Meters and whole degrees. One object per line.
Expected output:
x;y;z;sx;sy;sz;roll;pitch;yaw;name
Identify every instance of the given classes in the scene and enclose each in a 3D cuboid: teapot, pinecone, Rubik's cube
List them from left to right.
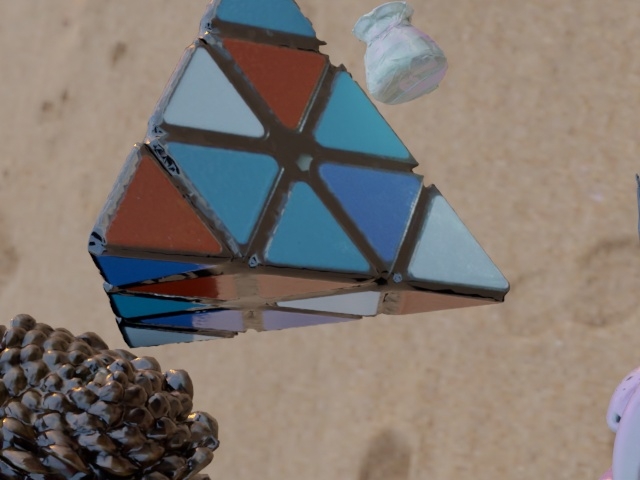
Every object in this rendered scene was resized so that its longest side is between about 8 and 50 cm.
-0.183;0.166;1.259;0.221;0.221;0.221;-23;61;50;pinecone
0.000;0.000;1.077;0.250;0.234;0.284;-56;-15;-77;Rubik's cube
0.062;-0.142;1.379;0.064;0.083;0.064;-30;66;17;teapot

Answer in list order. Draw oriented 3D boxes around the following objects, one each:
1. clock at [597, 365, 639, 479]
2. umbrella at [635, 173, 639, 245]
0.313;0.163;1.304;0.227;0.090;0.248;22;122;24;clock
0.297;0.013;1.636;0.022;0.022;0.149;174;90;-76;umbrella
